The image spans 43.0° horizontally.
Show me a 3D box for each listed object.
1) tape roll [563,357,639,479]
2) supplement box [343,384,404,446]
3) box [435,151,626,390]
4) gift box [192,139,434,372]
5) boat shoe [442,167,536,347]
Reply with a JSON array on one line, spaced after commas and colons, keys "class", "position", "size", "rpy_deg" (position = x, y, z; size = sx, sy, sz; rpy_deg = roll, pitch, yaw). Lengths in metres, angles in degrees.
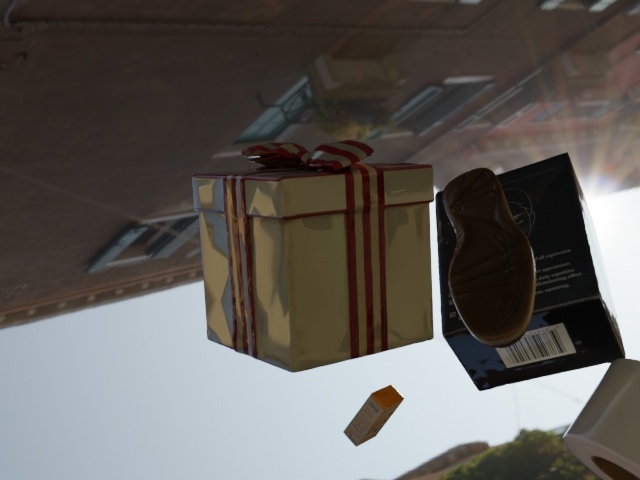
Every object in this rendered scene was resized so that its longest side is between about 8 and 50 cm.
[{"class": "tape roll", "position": [0.567, 0.341, 1.392], "size": [0.246, 0.246, 0.169], "rpy_deg": [42, -105, -14]}, {"class": "supplement box", "position": [0.089, 0.292, 1.351], "size": [0.036, 0.098, 0.062], "rpy_deg": [45, -150, 24]}, {"class": "box", "position": [0.407, 0.060, 1.629], "size": [0.212, 0.294, 0.395], "rpy_deg": [54, -151, -39]}, {"class": "gift box", "position": [0.000, 0.000, 1.050], "size": [0.276, 0.255, 0.258], "rpy_deg": [-10, -79, -38]}, {"class": "boat shoe", "position": [0.258, 0.037, 1.204], "size": [0.123, 0.123, 0.342], "rpy_deg": [56, -161, -36]}]
